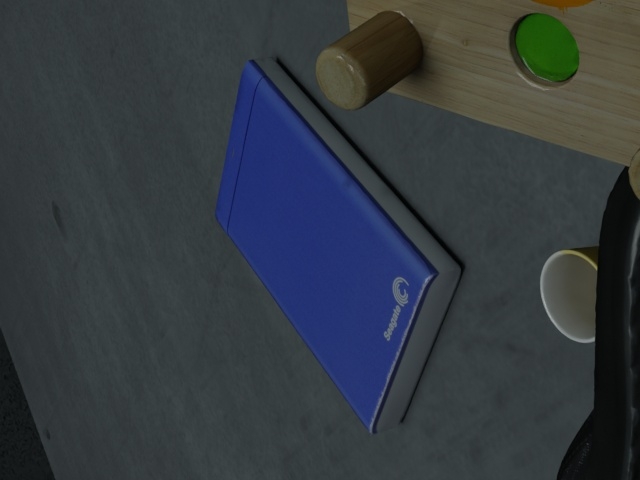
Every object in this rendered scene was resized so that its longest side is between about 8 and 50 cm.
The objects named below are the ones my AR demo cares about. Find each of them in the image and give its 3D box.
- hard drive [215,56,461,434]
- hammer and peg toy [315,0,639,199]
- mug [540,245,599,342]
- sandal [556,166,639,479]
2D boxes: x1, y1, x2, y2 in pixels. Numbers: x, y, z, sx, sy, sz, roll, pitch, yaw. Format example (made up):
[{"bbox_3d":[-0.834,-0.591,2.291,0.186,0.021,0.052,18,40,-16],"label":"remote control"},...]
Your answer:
[{"bbox_3d":[0.000,0.000,1.030,0.318,0.040,0.210,51,142,35],"label":"hard drive"},{"bbox_3d":[0.147,-0.145,0.448,0.361,0.127,0.266,23,136,36],"label":"hammer and peg toy"},{"bbox_3d":[0.194,0.030,0.701,0.078,0.064,0.062,-1,101,58],"label":"mug"},{"bbox_3d":[0.218,0.144,0.658,0.107,0.168,0.445,-116,29,-71],"label":"sandal"}]
